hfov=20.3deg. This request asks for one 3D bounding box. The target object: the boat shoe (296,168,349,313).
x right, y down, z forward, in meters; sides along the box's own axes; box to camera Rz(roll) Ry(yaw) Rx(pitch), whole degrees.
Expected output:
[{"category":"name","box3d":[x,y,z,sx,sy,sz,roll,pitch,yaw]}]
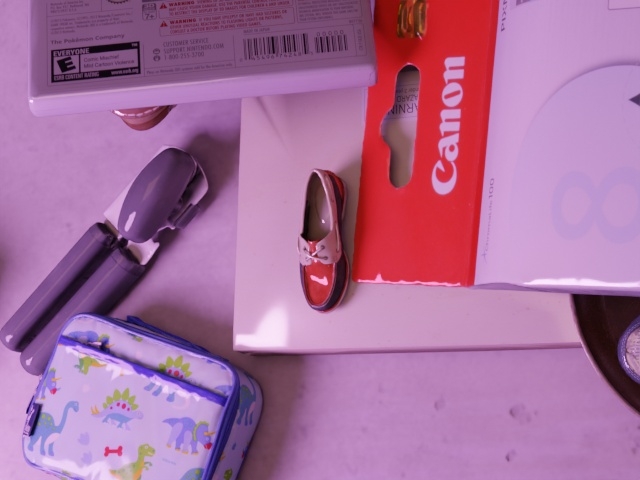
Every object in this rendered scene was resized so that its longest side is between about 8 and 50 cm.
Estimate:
[{"category":"boat shoe","box3d":[0.000,0.000,1.694,0.049,0.043,0.137,0,81,23]}]

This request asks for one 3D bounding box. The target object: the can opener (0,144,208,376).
[{"category":"can opener","box3d":[-0.227,0.014,1.814,0.283,0.095,0.076,-48,65,7]}]

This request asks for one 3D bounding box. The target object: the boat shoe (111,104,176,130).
[{"category":"boat shoe","box3d":[-0.165,-0.256,1.828,0.123,0.116,0.324,11,61,10]}]

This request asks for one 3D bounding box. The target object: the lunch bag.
[{"category":"lunch bag","box3d":[-0.177,0.172,1.767,0.219,0.090,0.176,20,85,24]}]

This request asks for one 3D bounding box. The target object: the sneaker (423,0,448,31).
[{"category":"sneaker","box3d":[0.166,-0.321,1.721,0.123,0.109,0.295,-1,88,20]}]

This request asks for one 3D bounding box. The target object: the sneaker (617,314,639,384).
[{"category":"sneaker","box3d":[0.371,0.072,1.442,0.283,0.122,0.110,-7,81,25]}]

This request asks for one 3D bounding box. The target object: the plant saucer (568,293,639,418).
[{"category":"plant saucer","box3d":[0.371,0.035,1.556,0.310,0.050,0.310,-1,79,7]}]

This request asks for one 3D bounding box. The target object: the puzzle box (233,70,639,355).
[{"category":"puzzle box","box3d":[0.114,-0.027,1.705,0.409,0.052,0.272,-2,78,22]}]

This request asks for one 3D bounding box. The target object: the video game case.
[{"category":"video game case","box3d":[-0.120,-0.264,1.741,0.329,0.036,0.300,-6,60,0]}]

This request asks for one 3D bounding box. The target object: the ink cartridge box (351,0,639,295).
[{"category":"ink cartridge box","box3d":[0.168,-0.111,1.561,0.385,0.091,0.308,1,84,39]}]
